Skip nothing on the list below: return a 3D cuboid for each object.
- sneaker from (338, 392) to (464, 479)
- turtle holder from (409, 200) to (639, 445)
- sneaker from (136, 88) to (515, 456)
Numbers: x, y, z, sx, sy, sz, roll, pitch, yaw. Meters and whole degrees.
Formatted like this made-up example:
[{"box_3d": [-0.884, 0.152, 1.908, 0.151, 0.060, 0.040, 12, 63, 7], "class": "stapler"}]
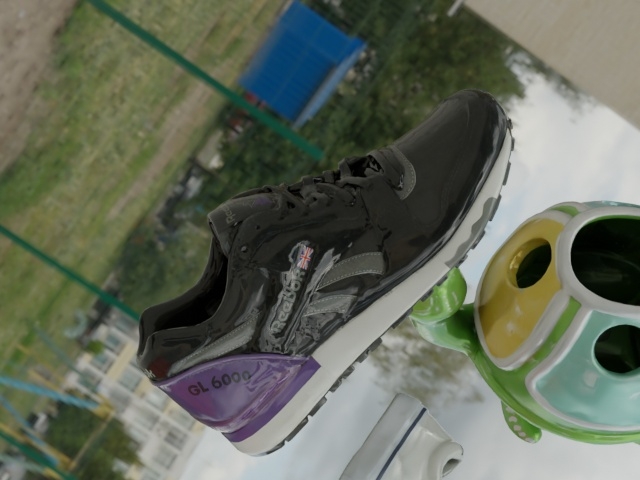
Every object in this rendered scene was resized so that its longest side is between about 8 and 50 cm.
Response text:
[{"box_3d": [0.052, 0.220, 0.937, 0.258, 0.091, 0.094, -48, 168, -50], "class": "sneaker"}, {"box_3d": [0.257, 0.057, 1.160, 0.243, 0.320, 0.227, -53, 163, -23], "class": "turtle holder"}, {"box_3d": [0.000, 0.000, 0.727, 0.283, 0.124, 0.107, -50, -157, 2], "class": "sneaker"}]
